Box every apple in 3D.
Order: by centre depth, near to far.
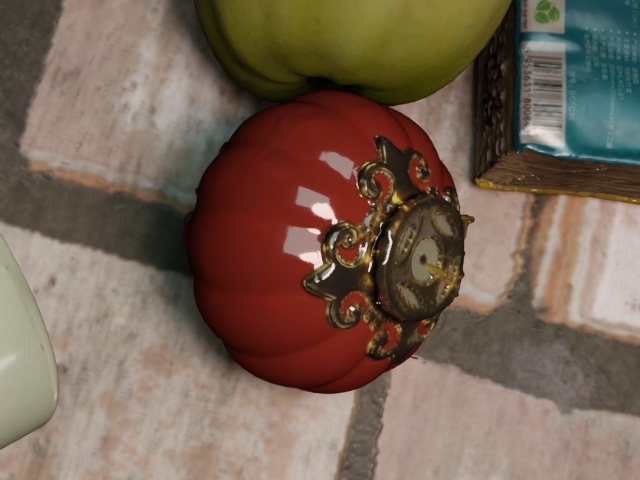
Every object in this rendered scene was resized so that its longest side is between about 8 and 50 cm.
[{"bbox_3d":[0.027,-0.234,1.407,0.279,0.279,0.279,4,73,-12],"label":"apple"}]

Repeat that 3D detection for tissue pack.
[{"bbox_3d":[0.228,-0.169,1.501,0.192,0.134,0.271,8,73,-12],"label":"tissue pack"}]

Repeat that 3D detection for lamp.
[{"bbox_3d":[0.000,0.000,1.367,0.227,0.227,0.227,4,73,-12],"label":"lamp"}]

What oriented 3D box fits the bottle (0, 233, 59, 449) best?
[{"bbox_3d":[-0.372,0.114,1.228,0.351,0.229,0.229,-30,83,-26],"label":"bottle"}]
